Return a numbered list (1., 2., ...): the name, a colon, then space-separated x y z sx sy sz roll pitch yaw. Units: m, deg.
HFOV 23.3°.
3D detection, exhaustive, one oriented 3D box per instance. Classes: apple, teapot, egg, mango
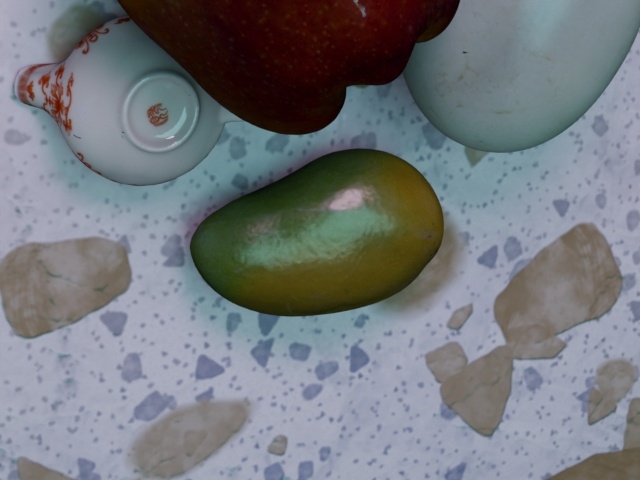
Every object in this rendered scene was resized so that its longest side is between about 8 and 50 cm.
1. apple: -0.042 -0.259 1.319 0.288 0.288 0.317 -41 97 -6
2. teapot: -0.150 -0.127 1.438 0.245 0.116 0.159 9 91 -30
3. egg: 0.199 -0.263 1.458 0.230 0.230 0.371 17 93 -25
4. mango: 0.000 0.000 1.520 0.251 0.114 0.156 -19 119 -16
